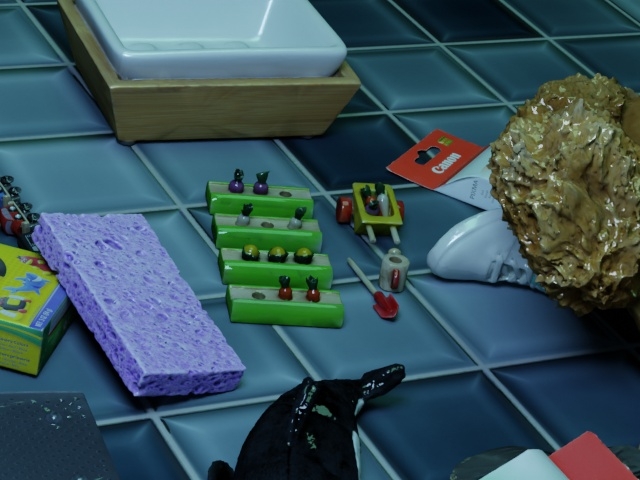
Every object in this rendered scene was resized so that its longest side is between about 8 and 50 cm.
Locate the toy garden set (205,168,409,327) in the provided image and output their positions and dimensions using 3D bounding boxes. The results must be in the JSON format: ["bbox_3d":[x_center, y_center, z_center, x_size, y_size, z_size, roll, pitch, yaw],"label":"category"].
[{"bbox_3d":[0.000,0.000,1.904,0.204,0.049,0.244,4,30,-12],"label":"toy garden set"}]

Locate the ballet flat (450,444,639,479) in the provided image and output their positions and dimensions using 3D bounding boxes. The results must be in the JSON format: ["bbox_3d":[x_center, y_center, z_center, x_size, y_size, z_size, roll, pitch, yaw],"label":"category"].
[{"bbox_3d":[0.195,0.204,1.628,0.173,0.049,0.057,-1,43,-8],"label":"ballet flat"}]

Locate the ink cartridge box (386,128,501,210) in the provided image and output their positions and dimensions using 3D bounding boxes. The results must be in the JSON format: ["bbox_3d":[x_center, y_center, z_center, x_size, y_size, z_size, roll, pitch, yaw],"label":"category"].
[{"bbox_3d":[0.184,-0.087,2.127,0.179,0.045,0.145,24,31,18],"label":"ink cartridge box"}]

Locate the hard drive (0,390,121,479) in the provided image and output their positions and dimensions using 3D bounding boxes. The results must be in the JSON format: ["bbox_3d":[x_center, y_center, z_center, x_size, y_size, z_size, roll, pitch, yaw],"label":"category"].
[{"bbox_3d":[-0.288,0.185,1.476,0.254,0.054,0.172,-3,32,-23],"label":"hard drive"}]

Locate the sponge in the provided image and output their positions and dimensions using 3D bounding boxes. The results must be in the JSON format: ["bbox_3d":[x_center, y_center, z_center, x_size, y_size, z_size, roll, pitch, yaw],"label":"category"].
[{"bbox_3d":[-0.162,0.054,1.709,0.117,0.031,0.210,2,40,-43],"label":"sponge"}]

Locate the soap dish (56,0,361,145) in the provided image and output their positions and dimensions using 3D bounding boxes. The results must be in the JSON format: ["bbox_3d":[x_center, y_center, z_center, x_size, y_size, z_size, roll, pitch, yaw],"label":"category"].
[{"bbox_3d":[-0.130,-0.202,2.147,0.291,0.118,0.229,-3,32,-23],"label":"soap dish"}]

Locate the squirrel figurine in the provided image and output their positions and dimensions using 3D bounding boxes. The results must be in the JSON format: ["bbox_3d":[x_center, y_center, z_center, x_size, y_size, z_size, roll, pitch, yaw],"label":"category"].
[{"bbox_3d":[0.316,0.024,1.763,0.397,0.281,0.370,22,44,-8],"label":"squirrel figurine"}]

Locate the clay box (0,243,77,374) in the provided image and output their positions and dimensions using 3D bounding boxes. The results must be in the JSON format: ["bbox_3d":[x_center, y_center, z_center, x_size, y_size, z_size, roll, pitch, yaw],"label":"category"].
[{"bbox_3d":[-0.334,0.042,1.712,0.222,0.053,0.127,15,28,4],"label":"clay box"}]

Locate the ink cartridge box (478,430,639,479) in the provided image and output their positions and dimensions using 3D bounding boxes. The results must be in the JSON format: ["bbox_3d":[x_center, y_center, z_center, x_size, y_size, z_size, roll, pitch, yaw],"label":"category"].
[{"bbox_3d":[0.226,0.233,1.501,0.181,0.056,0.224,47,40,17],"label":"ink cartridge box"}]

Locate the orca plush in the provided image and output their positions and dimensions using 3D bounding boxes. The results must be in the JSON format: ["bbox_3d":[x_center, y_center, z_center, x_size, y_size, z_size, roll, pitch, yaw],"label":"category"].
[{"bbox_3d":[0.006,0.157,1.573,0.151,0.102,0.287,22,31,19],"label":"orca plush"}]

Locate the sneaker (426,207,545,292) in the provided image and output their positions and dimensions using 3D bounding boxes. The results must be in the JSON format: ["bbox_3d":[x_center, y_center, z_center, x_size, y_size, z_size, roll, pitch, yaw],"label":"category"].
[{"bbox_3d":[0.213,0.021,1.926,0.212,0.080,0.094,-8,56,-22],"label":"sneaker"}]

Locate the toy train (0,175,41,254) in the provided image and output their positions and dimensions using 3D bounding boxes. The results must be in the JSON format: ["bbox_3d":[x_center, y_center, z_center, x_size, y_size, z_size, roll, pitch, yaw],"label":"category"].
[{"bbox_3d":[-0.293,-0.019,1.865,0.036,0.027,0.158,-16,38,-22],"label":"toy train"}]
